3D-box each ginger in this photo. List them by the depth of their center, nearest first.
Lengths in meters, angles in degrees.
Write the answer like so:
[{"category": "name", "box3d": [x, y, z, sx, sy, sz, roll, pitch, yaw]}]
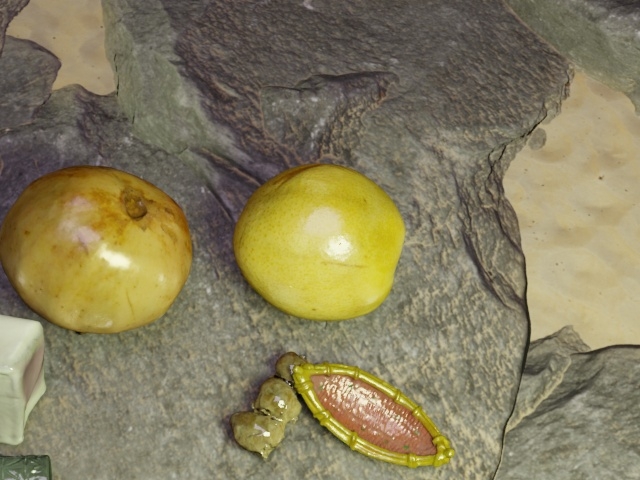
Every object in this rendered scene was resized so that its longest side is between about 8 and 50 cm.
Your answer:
[{"category": "ginger", "box3d": [-0.082, 0.290, 1.788, 0.104, 0.080, 0.204, 27, 63, 18]}]

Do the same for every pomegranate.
[{"category": "pomegranate", "box3d": [-0.410, 0.030, 1.801, 0.338, 0.338, 0.338, 2, 60, -3]}]

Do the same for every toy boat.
[{"category": "toy boat", "box3d": [0.089, 0.311, 1.769, 0.318, 0.099, 0.141, 28, 64, 7]}]

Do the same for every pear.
[{"category": "pear", "box3d": [0.000, 0.000, 1.845, 0.315, 0.314, 0.314, 2, 60, -3]}]

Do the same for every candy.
[{"category": "candy", "box3d": [-0.662, 0.213, 1.710, 0.359, 0.208, 0.145, 10, 41, 3]}]

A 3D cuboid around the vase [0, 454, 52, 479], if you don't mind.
[{"category": "vase", "box3d": [-0.604, 0.415, 1.656, 0.301, 0.156, 0.251, -3, 35, -12]}]
